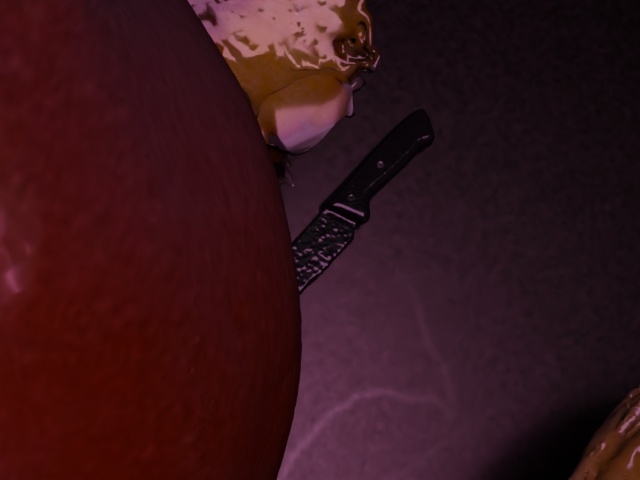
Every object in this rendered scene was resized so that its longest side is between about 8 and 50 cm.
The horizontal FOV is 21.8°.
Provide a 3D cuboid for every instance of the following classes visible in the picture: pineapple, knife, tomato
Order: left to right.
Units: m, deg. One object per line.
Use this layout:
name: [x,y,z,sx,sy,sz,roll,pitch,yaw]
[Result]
tomato: [-0.155,0.013,0.550,0.321,0.321,0.322,4,75,-15]
pineapple: [-0.071,-0.115,0.741,0.224,0.076,0.225,0,87,-6]
knife: [0.000,0.000,0.775,0.023,0.010,0.170,41,71,4]

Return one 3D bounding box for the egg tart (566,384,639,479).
egg tart: [0.211,0.193,0.727,0.314,0.120,0.315,4,75,-17]
